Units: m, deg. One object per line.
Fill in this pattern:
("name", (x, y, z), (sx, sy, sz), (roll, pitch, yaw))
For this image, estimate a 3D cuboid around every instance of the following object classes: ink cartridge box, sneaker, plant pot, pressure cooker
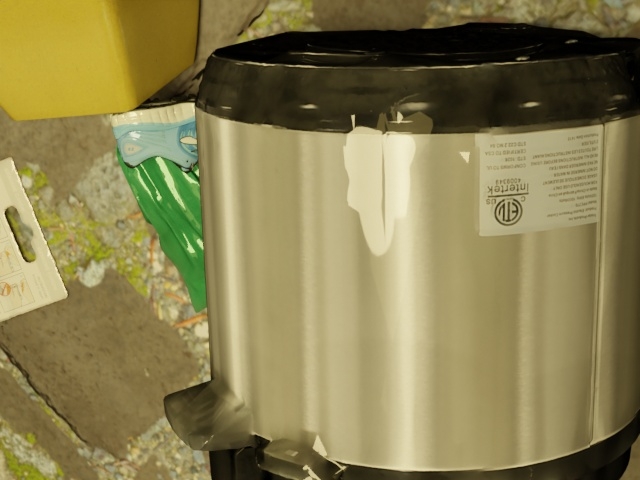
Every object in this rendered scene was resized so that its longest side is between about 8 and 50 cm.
("ink cartridge box", (-0.425, 0.017, 1.261), (0.224, 0.056, 0.181), (-20, 98, 8))
("sneaker", (-0.126, -0.105, 1.046), (0.162, 0.063, 0.073), (-7, 109, -18))
("plant pot", (-0.232, -0.230, 1.017), (0.212, 0.212, 0.187), (-1, 118, 23))
("pressure cooker", (0.081, 0.044, 0.863), (0.369, 0.375, 0.421), (3, 106, 19))

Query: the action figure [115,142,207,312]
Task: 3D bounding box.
("action figure", (-0.143, -0.051, 1.102), (0.137, 0.063, 0.232), (-31, 96, 29))
